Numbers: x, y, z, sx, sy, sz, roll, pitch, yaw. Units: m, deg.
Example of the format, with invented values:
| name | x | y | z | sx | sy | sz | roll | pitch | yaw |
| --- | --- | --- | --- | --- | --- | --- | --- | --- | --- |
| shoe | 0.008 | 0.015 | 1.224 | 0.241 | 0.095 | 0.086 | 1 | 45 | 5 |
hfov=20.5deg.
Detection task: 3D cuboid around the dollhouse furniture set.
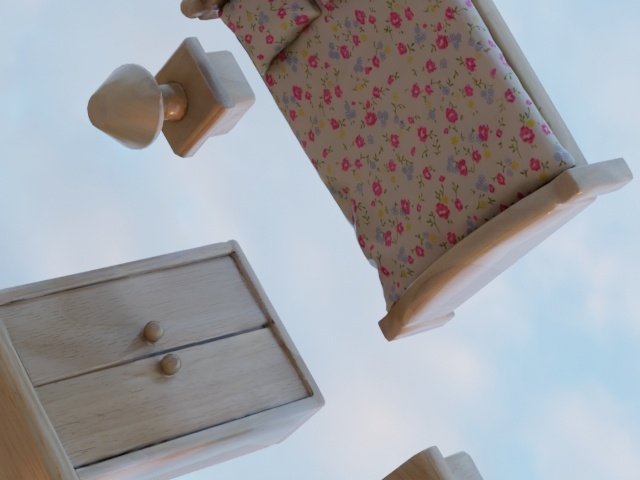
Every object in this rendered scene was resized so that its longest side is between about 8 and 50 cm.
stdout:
| name | x | y | z | sx | sy | sz | roll | pitch | yaw |
| --- | --- | --- | --- | --- | --- | --- | --- | --- | --- |
| dollhouse furniture set | 0.000 | 0.000 | 0.768 | 0.355 | 0.174 | 0.303 | -44 | -111 | 42 |
